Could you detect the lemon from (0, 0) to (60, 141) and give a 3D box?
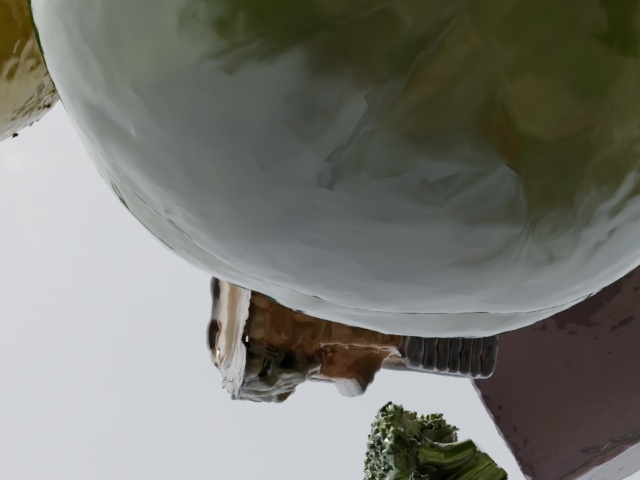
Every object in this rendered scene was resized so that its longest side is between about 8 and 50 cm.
[{"bbox_3d":[-0.266,-0.168,0.861,0.319,0.245,0.245,5,-119,-47],"label":"lemon"}]

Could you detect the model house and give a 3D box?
[{"bbox_3d":[0.028,0.015,0.823,0.172,0.183,0.167,4,-96,-11],"label":"model house"}]

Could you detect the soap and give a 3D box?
[{"bbox_3d":[0.290,0.101,1.488,0.296,0.285,0.107,64,-174,29],"label":"soap"}]

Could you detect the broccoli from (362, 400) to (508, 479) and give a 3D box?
[{"bbox_3d":[0.146,0.324,1.761,0.226,0.176,0.198,30,-170,28],"label":"broccoli"}]

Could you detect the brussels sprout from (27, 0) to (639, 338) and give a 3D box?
[{"bbox_3d":[0.043,-0.124,0.501,0.289,0.355,0.281,23,-140,-12],"label":"brussels sprout"}]
